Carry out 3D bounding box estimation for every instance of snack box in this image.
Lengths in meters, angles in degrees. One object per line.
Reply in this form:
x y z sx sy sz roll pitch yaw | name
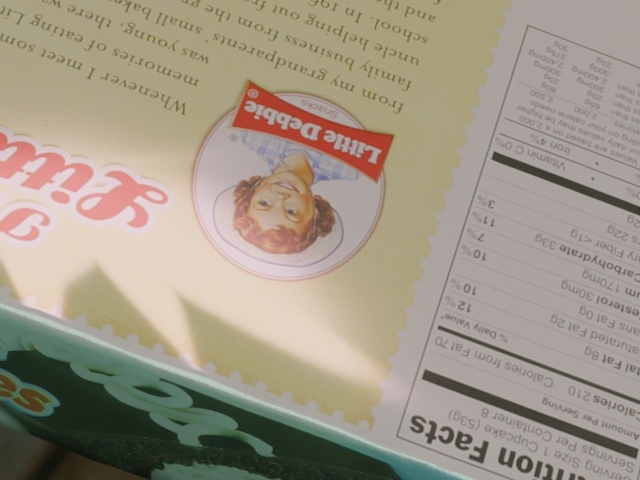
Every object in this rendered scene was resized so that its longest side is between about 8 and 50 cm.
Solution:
-0.017 -0.035 0.420 0.322 0.060 0.187 21 57 0 | snack box
